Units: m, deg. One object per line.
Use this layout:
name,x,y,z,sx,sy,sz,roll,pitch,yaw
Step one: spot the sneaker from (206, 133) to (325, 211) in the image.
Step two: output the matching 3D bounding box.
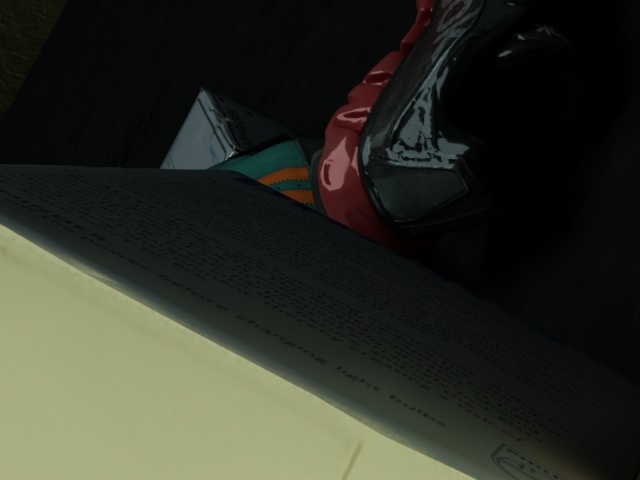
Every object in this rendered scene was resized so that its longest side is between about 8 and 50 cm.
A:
sneaker,0.000,0.000,1.123,0.121,0.108,0.302,-43,30,-10

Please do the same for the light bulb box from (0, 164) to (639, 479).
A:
light bulb box,-0.061,0.173,0.672,0.358,0.225,0.361,-63,-10,7

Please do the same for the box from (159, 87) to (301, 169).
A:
box,-0.103,0.052,1.370,0.290,0.087,0.169,-62,19,11

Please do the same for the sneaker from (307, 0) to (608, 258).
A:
sneaker,0.101,-0.111,1.018,0.135,0.097,0.276,-8,47,50
